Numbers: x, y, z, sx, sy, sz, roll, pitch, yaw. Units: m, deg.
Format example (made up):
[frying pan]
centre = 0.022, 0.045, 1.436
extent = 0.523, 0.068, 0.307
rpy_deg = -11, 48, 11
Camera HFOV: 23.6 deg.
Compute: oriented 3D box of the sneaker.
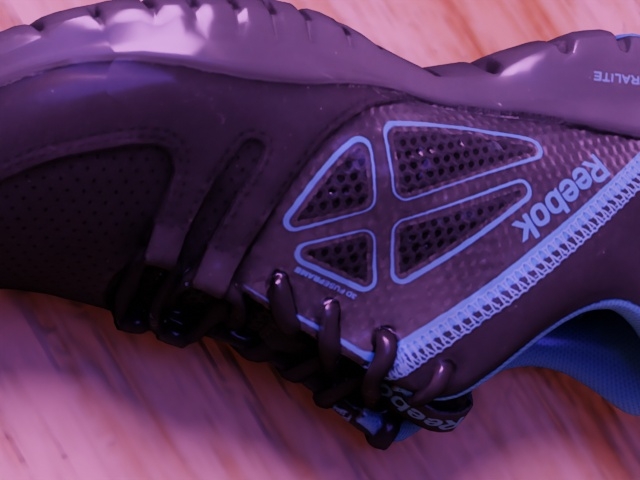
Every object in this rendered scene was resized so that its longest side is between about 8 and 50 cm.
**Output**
[sneaker]
centre = 0.000, 0.000, 0.535
extent = 0.340, 0.125, 0.140
rpy_deg = -2, 73, -19
